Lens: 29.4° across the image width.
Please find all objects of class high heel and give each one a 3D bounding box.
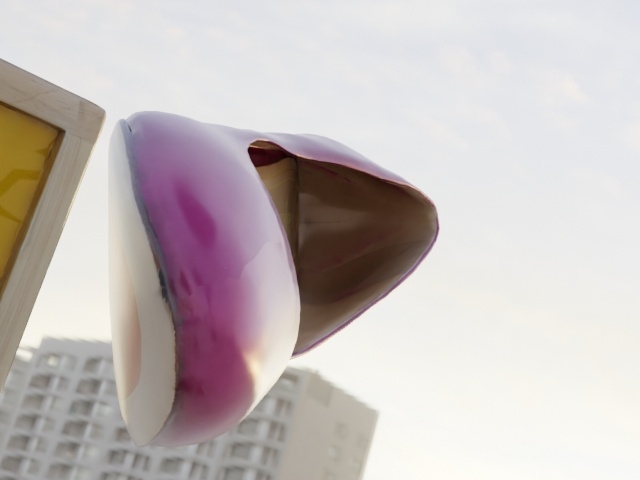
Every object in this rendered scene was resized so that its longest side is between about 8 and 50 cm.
[{"bbox_3d":[0.000,0.000,0.548,0.181,0.127,0.377,-1,12,-6],"label":"high heel"}]

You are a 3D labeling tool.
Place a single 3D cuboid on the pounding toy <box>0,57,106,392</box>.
[{"bbox_3d":[-0.129,-0.022,0.307,0.130,0.141,0.100,24,-7,-40],"label":"pounding toy"}]
